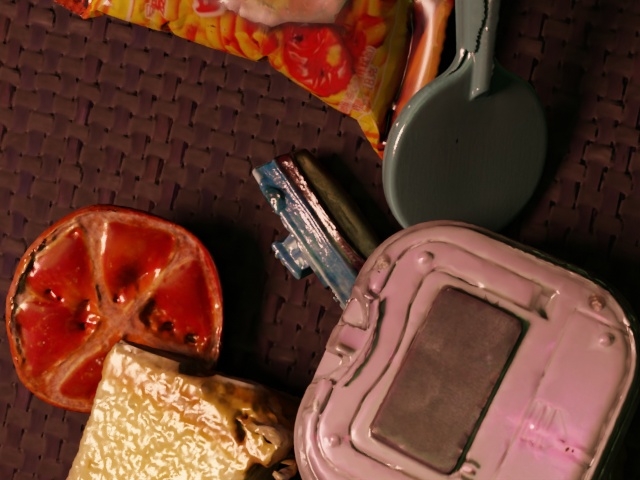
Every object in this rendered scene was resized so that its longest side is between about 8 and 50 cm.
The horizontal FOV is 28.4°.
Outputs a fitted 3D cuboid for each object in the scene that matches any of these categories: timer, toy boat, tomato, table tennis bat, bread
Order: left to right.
[{"bbox_3d":[-0.145,0.043,0.886,0.155,0.069,0.156,-4,106,-15],"label":"tomato"},{"bbox_3d":[-0.091,0.149,0.858,0.152,0.127,0.147,26,98,10],"label":"bread"},{"bbox_3d":[0.000,0.000,0.879,0.137,0.060,0.061,51,123,6],"label":"toy boat"},{"bbox_3d":[0.093,0.098,0.783,0.190,0.069,0.209,22,81,11],"label":"timer"},{"bbox_3d":[0.099,-0.088,0.824,0.124,0.033,0.201,-10,117,-22],"label":"table tennis bat"}]

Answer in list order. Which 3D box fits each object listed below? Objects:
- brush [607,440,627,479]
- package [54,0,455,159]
[{"bbox_3d":[0.175,0.202,0.839,0.084,0.071,0.301,-9,89,7],"label":"brush"},{"bbox_3d":[-0.016,-0.198,0.851,0.288,0.108,0.223,29,101,3],"label":"package"}]
